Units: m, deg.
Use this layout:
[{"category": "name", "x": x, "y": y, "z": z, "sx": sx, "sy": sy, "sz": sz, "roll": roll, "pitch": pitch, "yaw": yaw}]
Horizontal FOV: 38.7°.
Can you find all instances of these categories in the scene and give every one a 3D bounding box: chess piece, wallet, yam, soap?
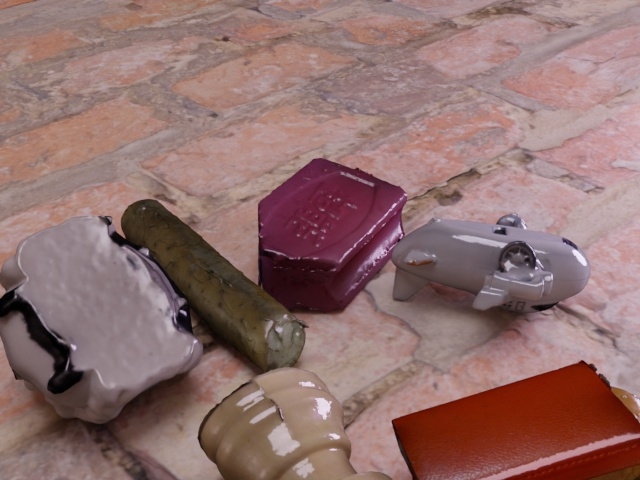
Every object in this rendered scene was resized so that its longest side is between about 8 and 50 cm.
[{"category": "chess piece", "x": 0.028, "y": 0.251, "z": 0.816, "sx": 0.124, "sy": 0.139, "sz": 0.307, "roll": -50, "pitch": 50, "yaw": 2}, {"category": "wallet", "x": 0.177, "y": 0.182, "z": 0.836, "sx": 0.204, "sy": 0.045, "sz": 0.142, "roll": -16, "pitch": 26, "yaw": -4}, {"category": "yam", "x": -0.150, "y": 0.046, "z": 1.152, "sx": 0.083, "sy": 0.083, "sz": 0.371, "roll": -23, "pitch": 38, "yaw": -31}, {"category": "soap", "x": 0.000, "y": 0.000, "z": 1.205, "sx": 0.162, "sy": 0.099, "sz": 0.250, "roll": 22, "pitch": 39, "yaw": 19}]

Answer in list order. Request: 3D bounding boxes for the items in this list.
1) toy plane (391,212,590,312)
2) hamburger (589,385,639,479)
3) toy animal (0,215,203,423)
[{"category": "toy plane", "x": 0.210, "y": 0.034, "z": 1.139, "sx": 0.245, "sy": 0.117, "sz": 0.244, "roll": 6, "pitch": 15, "yaw": -2}, {"category": "hamburger", "x": 0.255, "y": 0.201, "z": 0.905, "sx": 0.147, "sy": 0.083, "sz": 0.138, "roll": 6, "pitch": 38, "yaw": 15}, {"category": "toy animal", "x": -0.247, "y": 0.097, "z": 0.994, "sx": 0.204, "sy": 0.156, "sz": 0.208, "roll": -31, "pitch": 75, "yaw": -35}]
